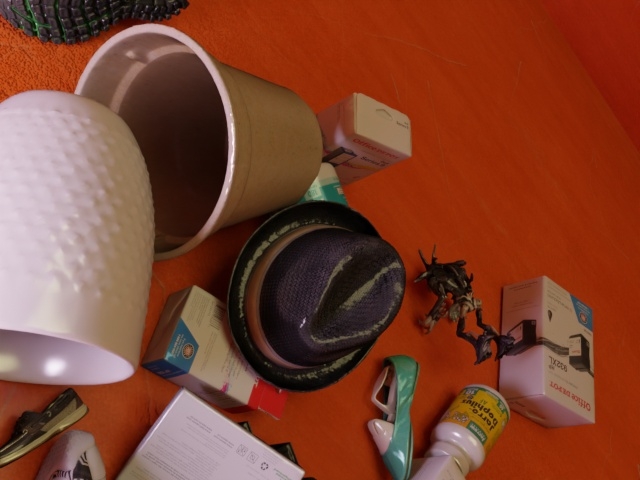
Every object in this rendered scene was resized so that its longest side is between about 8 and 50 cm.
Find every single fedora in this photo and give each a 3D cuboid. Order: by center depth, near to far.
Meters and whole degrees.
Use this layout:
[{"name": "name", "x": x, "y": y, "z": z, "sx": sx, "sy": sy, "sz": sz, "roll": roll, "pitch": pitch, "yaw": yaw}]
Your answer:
[{"name": "fedora", "x": 0.022, "y": 0.085, "z": 1.143, "sx": 0.334, "sy": 0.153, "sz": 0.333, "roll": 4, "pitch": 83, "yaw": -32}]

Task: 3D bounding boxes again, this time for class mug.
[{"name": "mug", "x": -0.395, "y": -0.014, "z": 0.898, "sx": 0.375, "sy": 0.276, "sz": 0.327, "roll": 6, "pitch": 66, "yaw": -8}]

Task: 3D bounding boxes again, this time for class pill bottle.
[{"name": "pill bottle", "x": 0.000, "y": 0.000, "z": 1.325, "sx": 0.146, "sy": 0.146, "sz": 0.263, "roll": -19, "pitch": 87, "yaw": -46}, {"name": "pill bottle", "x": 0.297, "y": 0.397, "z": 1.468, "sx": 0.208, "sy": 0.118, "sz": 0.117, "roll": -37, "pitch": 100, "yaw": -44}]

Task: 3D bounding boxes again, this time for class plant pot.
[{"name": "plant pot", "x": -0.168, "y": -0.147, "z": 1.137, "sx": 0.306, "sy": 0.334, "sz": 0.333, "roll": -8, "pitch": 80, "yaw": -57}]

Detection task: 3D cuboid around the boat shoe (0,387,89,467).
[{"name": "boat shoe", "x": -0.377, "y": 0.246, "z": 0.941, "sx": 0.049, "sy": 0.056, "sz": 0.152, "roll": 60, "pitch": 35, "yaw": -1}]

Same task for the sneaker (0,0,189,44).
[{"name": "sneaker", "x": -0.377, "y": -0.423, "z": 1.175, "sx": 0.344, "sy": 0.134, "sz": 0.146, "roll": -26, "pitch": 67, "yaw": -42}]

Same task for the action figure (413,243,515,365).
[{"name": "action figure", "x": 0.288, "y": 0.145, "z": 1.554, "sx": 0.164, "sy": 0.141, "sz": 0.275, "roll": -11, "pitch": 55, "yaw": -37}]

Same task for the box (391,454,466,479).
[{"name": "box", "x": 0.203, "y": 0.527, "z": 1.327, "sx": 0.182, "sy": 0.119, "sz": 0.180, "roll": -38, "pitch": 101, "yaw": -45}]

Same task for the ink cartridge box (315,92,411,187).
[{"name": "ink cartridge box", "x": 0.050, "y": -0.189, "z": 1.400, "sx": 0.154, "sy": 0.212, "sz": 0.093, "roll": 15, "pitch": 64, "yaw": -39}]

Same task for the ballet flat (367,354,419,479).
[{"name": "ballet flat", "x": 0.134, "y": 0.335, "z": 1.380, "sx": 0.087, "sy": 0.083, "sz": 0.247, "roll": 16, "pitch": 60, "yaw": -11}]

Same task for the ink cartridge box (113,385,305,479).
[{"name": "ink cartridge box", "x": -0.173, "y": 0.362, "z": 1.024, "sx": 0.223, "sy": 0.045, "sz": 0.224, "roll": 37, "pitch": 78, "yaw": -7}]

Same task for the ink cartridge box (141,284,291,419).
[{"name": "ink cartridge box", "x": -0.153, "y": 0.188, "z": 1.153, "sx": 0.231, "sy": 0.078, "sz": 0.134, "roll": 37, "pitch": 52, "yaw": -28}]

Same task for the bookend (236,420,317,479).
[{"name": "bookend", "x": -0.106, "y": 0.349, "z": 1.139, "sx": 0.157, "sy": 0.072, "sz": 0.156, "roll": -17, "pitch": 86, "yaw": -46}]

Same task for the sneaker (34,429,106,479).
[{"name": "sneaker", "x": -0.249, "y": 0.425, "z": 0.907, "sx": 0.210, "sy": 0.137, "sz": 0.365, "roll": 16, "pitch": 48, "yaw": -41}]

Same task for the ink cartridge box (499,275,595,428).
[{"name": "ink cartridge box", "x": 0.556, "y": 0.276, "z": 1.753, "sx": 0.223, "sy": 0.129, "sz": 0.307, "roll": 31, "pitch": 55, "yaw": -32}]
